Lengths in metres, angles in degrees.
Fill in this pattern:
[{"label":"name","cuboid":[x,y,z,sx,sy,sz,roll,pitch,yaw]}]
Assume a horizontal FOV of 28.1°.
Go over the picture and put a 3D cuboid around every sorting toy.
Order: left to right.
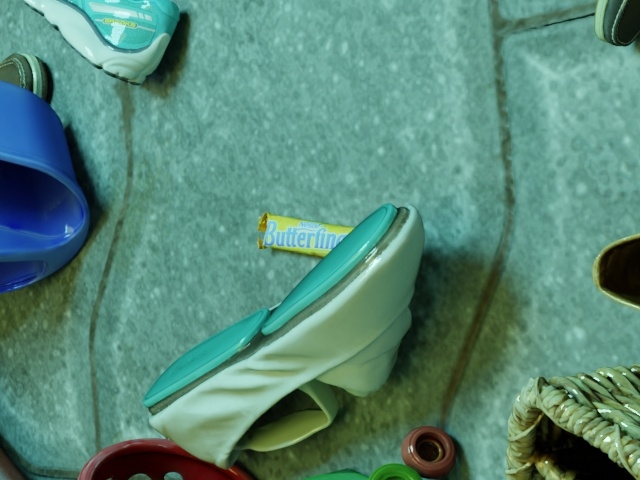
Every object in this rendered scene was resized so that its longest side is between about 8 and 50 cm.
[{"label":"sorting toy","cuboid":[0.080,0.207,1.095,0.061,0.102,0.042,37,150,14]}]

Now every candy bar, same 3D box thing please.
[{"label":"candy bar","cuboid":[0.000,0.000,1.199,0.161,0.018,0.040,10,98,41]}]

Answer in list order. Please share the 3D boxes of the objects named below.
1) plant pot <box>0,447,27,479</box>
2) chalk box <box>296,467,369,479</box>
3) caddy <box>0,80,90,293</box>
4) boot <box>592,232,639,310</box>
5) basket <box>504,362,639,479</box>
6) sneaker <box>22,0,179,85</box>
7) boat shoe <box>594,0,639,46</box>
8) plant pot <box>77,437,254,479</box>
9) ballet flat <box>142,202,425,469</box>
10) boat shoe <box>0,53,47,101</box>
[{"label":"plant pot","cuboid":[-0.473,0.302,1.500,0.265,0.272,0.272,37,116,27]},{"label":"chalk box","cuboid":[-0.023,0.317,1.048,0.180,0.289,0.179,18,104,40]},{"label":"caddy","cuboid":[-0.420,-0.050,1.385,0.241,0.341,0.179,-48,44,33]},{"label":"boot","cuboid":[0.332,0.027,0.762,0.295,0.211,0.104,1,93,42]},{"label":"basket","cuboid":[0.256,0.234,0.835,0.299,0.223,0.213,36,115,35]},{"label":"sneaker","cuboid":[-0.249,-0.272,1.383,0.275,0.107,0.110,41,99,28]},{"label":"boat shoe","cuboid":[0.253,-0.206,0.931,0.049,0.056,0.152,45,120,38]},{"label":"plant pot","cuboid":[-0.160,0.315,1.244,0.191,0.191,0.174,36,118,36]},{"label":"ballet flat","cuboid":[-0.010,0.101,1.154,0.400,0.139,0.139,-38,67,41]},{"label":"boat shoe","cuboid":[-0.424,-0.135,1.530,0.257,0.095,0.095,-39,66,37]}]
